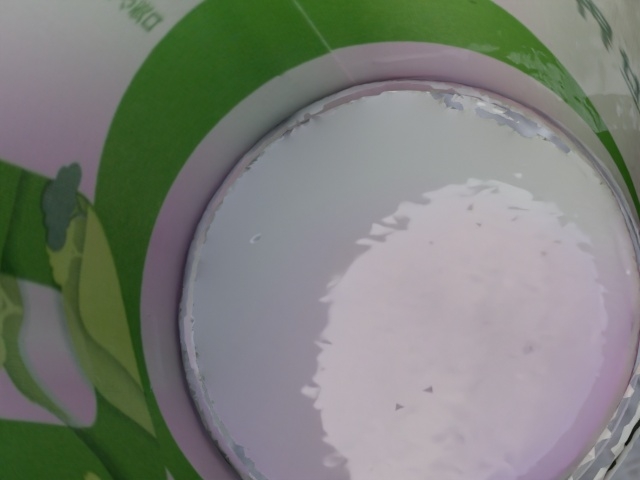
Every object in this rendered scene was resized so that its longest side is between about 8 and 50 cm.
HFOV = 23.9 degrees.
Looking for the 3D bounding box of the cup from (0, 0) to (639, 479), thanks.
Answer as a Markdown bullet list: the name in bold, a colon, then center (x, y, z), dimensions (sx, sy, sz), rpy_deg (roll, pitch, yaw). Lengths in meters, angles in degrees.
- **cup**: center (0.000, 0.000, 0.470), dimensions (0.253, 0.274, 0.253), rpy_deg (-3, 79, 16)
